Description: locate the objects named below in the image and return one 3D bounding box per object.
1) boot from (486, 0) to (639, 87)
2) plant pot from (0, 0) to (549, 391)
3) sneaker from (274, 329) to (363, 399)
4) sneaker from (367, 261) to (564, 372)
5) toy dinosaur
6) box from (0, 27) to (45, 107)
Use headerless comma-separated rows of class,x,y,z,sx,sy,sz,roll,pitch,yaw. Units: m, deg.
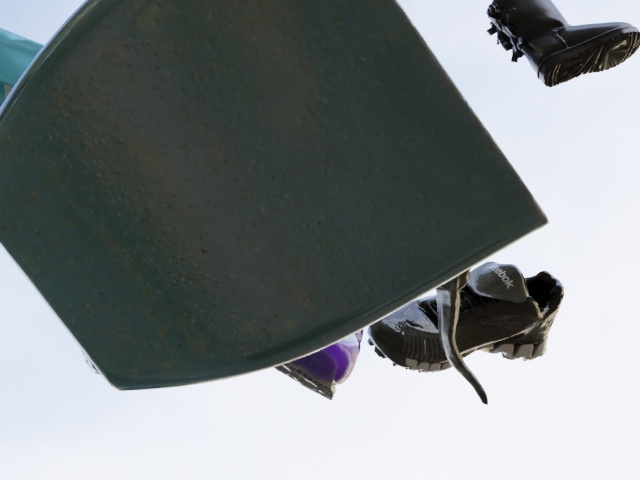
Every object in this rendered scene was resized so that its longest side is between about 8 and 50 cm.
boot,0.216,-0.192,1.553,0.121,0.099,0.045,-21,-34,-22
plant pot,-0.060,-0.053,0.995,0.252,0.247,0.248,-36,-79,2
sneaker,-0.001,-0.001,1.254,0.102,0.293,0.146,33,-76,-14
sneaker,0.146,0.065,1.662,0.234,0.078,0.106,-2,-50,-39
toy dinosaur,0.109,0.011,1.539,0.064,0.118,0.268,-14,-56,-8
box,-0.206,-0.091,1.370,0.060,0.244,0.100,-52,-23,-41
